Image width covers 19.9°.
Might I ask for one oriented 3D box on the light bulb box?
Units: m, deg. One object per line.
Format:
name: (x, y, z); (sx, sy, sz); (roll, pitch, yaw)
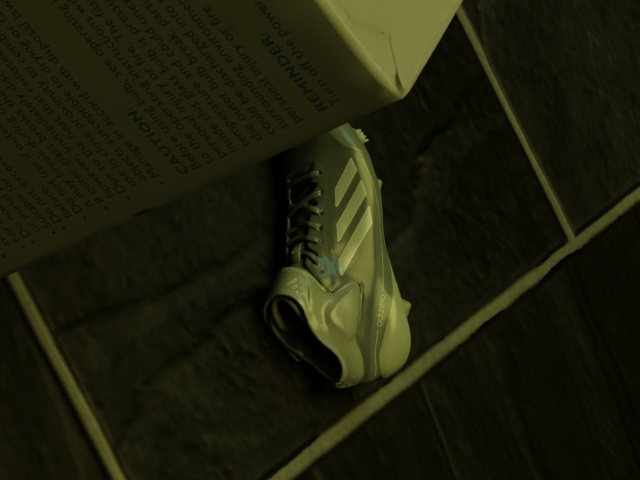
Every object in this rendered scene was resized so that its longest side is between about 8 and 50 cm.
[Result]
light bulb box: (-0.096, -0.192, 1.006); (0.225, 0.361, 0.358); (52, 41, -19)

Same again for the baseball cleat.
baseball cleat: (0.000, 0.000, 1.252); (0.109, 0.072, 0.206); (-11, 77, -44)
